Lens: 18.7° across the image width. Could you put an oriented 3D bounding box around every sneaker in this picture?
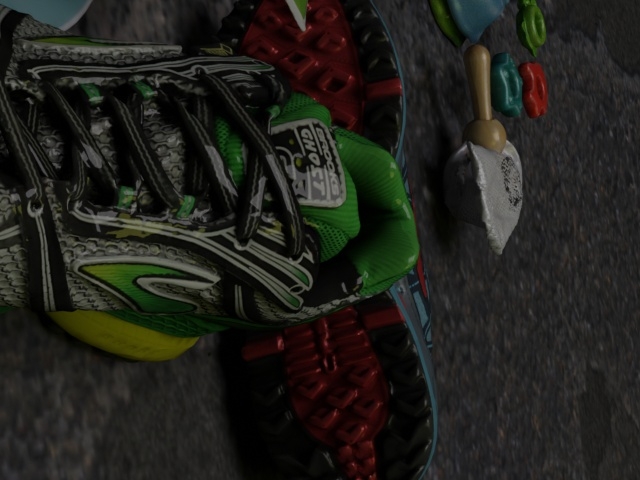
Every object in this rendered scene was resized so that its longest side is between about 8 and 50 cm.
[{"bbox_3d":[-0.075,-0.034,0.701,0.343,0.146,0.134,11,69,-63],"label":"sneaker"},{"bbox_3d":[0.000,0.000,0.943,0.125,0.104,0.262,31,53,-81],"label":"sneaker"}]

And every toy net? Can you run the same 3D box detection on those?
[{"bbox_3d":[0.106,-0.084,1.250,0.122,0.045,0.232,50,38,-50],"label":"toy net"}]

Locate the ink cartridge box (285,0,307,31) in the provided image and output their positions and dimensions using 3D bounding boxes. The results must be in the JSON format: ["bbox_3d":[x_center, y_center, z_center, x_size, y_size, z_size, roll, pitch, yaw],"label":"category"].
[{"bbox_3d":[-0.067,-0.232,0.839,0.189,0.097,0.255,61,27,-43],"label":"ink cartridge box"}]

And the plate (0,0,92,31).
[{"bbox_3d":[-0.141,-0.169,0.766,0.188,0.024,0.188,-11,90,-67],"label":"plate"}]
